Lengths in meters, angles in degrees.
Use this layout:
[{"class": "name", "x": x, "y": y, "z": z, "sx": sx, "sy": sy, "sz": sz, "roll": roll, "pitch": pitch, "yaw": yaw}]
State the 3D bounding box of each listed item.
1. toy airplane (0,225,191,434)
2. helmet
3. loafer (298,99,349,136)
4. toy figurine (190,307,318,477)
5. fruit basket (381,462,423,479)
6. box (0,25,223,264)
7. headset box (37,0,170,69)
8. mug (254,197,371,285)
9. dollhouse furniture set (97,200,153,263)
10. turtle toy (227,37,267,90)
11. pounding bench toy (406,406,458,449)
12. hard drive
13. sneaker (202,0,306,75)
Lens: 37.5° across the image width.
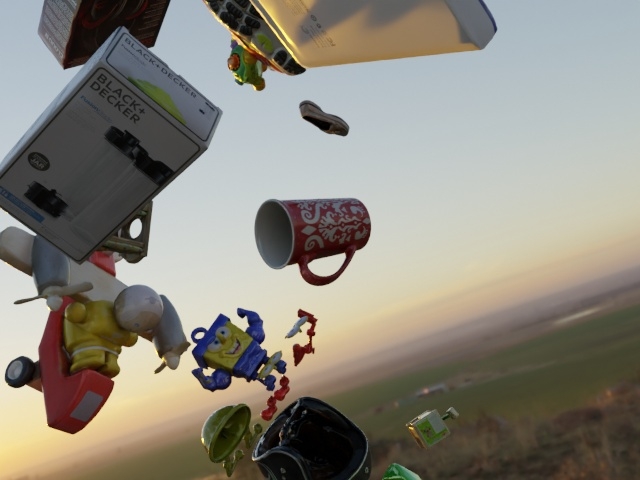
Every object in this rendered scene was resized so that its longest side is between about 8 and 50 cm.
[{"class": "toy airplane", "x": -0.394, "y": 0.110, "z": 1.722, "sx": 0.272, "sy": 0.385, "sz": 0.386, "roll": -7, "pitch": 15, "yaw": 31}, {"class": "helmet", "x": -0.006, "y": 0.340, "z": 1.452, "sx": 0.169, "sy": 0.161, "sz": 0.169, "roll": -47, "pitch": 8, "yaw": 9}, {"class": "loafer", "x": 0.006, "y": -0.235, "z": 1.889, "sx": 0.125, "sy": 0.039, "sz": 0.045, "roll": 28, "pitch": -42, "yaw": -32}, {"class": "toy figurine", "x": -0.187, "y": 0.265, "z": 1.920, "sx": 0.363, "sy": 0.217, "sz": 0.191, "roll": -54, "pitch": -20, "yaw": -25}, {"class": "fruit basket", "x": 0.059, "y": 0.488, "z": 1.152, "sx": 0.392, "sy": 0.392, "sz": 0.283, "roll": -17, "pitch": 19, "yaw": -11}, {"class": "box", "x": -0.282, "y": -0.112, "z": 1.200, "sx": 0.290, "sy": 0.169, "sz": 0.087, "roll": -36, "pitch": 25, "yaw": 32}, {"class": "headset box", "x": -0.402, "y": -0.462, "z": 1.797, "sx": 0.218, "sy": 0.110, "sz": 0.293, "roll": -25, "pitch": -19, "yaw": -38}, {"class": "mug", "x": -0.006, "y": -0.001, "z": 1.548, "sx": 0.169, "sy": 0.150, "sz": 0.113, "roll": -8, "pitch": -2, "yaw": -38}, {"class": "dollhouse furniture set", "x": -0.382, "y": -0.027, "z": 1.449, "sx": 0.160, "sy": 0.101, "sz": 0.182, "roll": -1, "pitch": -11, "yaw": 34}, {"class": "turtle toy", "x": -0.140, "y": -0.344, "z": 1.767, "sx": 0.066, "sy": 0.130, "sz": 0.095, "roll": -4, "pitch": -37, "yaw": 9}, {"class": "pounding bench toy", "x": 0.207, "y": 0.333, "z": 1.700, "sx": 0.083, "sy": 0.052, "sz": 0.065, "roll": -31, "pitch": -6, "yaw": -10}, {"class": "hard drive", "x": 0.021, "y": -0.284, "z": 1.021, "sx": 0.040, "sy": 0.210, "sz": 0.318, "roll": -51, "pitch": 30, "yaw": -19}, {"class": "sneaker", "x": -0.135, "y": -0.385, "z": 1.653, "sx": 0.118, "sy": 0.279, "sz": 0.107, "roll": 12, "pitch": 63, "yaw": 53}]
